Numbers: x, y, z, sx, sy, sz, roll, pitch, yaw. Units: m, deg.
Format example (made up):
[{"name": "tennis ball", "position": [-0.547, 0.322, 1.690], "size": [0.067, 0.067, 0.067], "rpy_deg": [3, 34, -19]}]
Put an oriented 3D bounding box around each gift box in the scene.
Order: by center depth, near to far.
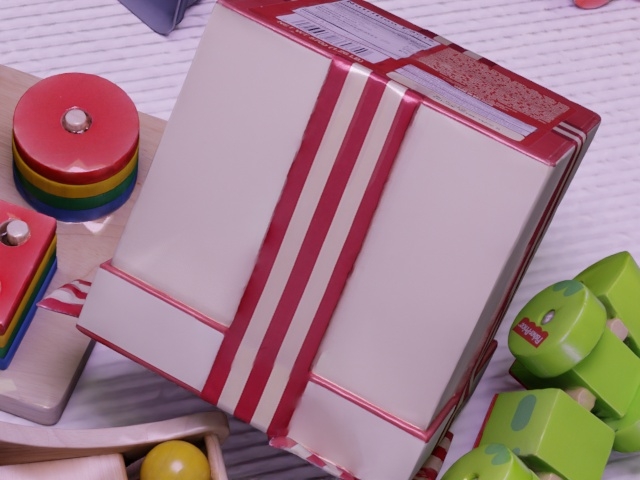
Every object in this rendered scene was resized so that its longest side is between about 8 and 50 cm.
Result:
[{"name": "gift box", "position": [0.000, 0.000, 1.051], "size": [0.255, 0.258, 0.276], "rpy_deg": [28, 19, 15]}]

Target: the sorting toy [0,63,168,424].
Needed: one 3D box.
[{"name": "sorting toy", "position": [-0.253, -0.038, 1.169], "size": [0.257, 0.089, 0.255], "rpy_deg": [19, 56, 5]}]

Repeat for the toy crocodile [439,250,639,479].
[{"name": "toy crocodile", "position": [0.143, 0.141, 1.105], "size": [0.115, 0.105, 0.340], "rpy_deg": [42, 60, -23]}]

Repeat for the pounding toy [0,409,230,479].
[{"name": "pounding toy", "position": [-0.189, 0.134, 1.026], "size": [0.270, 0.154, 0.154], "rpy_deg": [-7, 58, -13]}]

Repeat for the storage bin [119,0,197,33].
[{"name": "storage bin", "position": [-0.098, -0.239, 1.306], "size": [0.098, 0.135, 0.091], "rpy_deg": [41, 51, 18]}]

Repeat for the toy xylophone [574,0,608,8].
[{"name": "toy xylophone", "position": [0.332, -0.301, 1.349], "size": [0.323, 0.236, 0.081], "rpy_deg": [-6, 48, -14]}]
